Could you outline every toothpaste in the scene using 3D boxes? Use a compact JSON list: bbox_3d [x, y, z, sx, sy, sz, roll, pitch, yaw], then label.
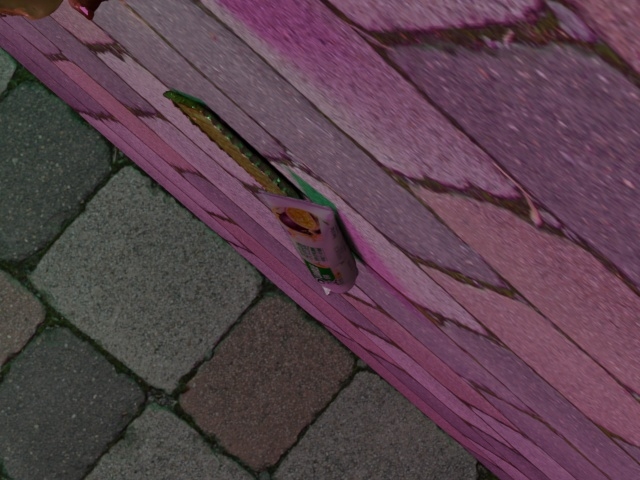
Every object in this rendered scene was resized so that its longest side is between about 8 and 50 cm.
[{"bbox_3d":[0.000,0.000,1.976,0.056,0.058,0.314,62,-179,18],"label":"toothpaste"}]

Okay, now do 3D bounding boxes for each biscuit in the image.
[{"bbox_3d":[-0.082,-0.089,1.971,0.203,0.016,0.144,43,175,-20],"label":"biscuit"}]

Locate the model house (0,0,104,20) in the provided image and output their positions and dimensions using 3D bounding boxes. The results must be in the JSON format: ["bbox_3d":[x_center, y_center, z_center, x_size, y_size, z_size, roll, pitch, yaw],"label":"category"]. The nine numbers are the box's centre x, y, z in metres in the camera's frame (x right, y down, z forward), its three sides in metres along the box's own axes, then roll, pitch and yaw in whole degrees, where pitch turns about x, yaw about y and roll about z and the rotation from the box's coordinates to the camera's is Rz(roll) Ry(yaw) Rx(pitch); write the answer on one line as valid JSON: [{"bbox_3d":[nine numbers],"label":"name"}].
[{"bbox_3d":[-0.249,-0.228,1.172,0.254,0.160,0.196,40,175,-16],"label":"model house"}]
